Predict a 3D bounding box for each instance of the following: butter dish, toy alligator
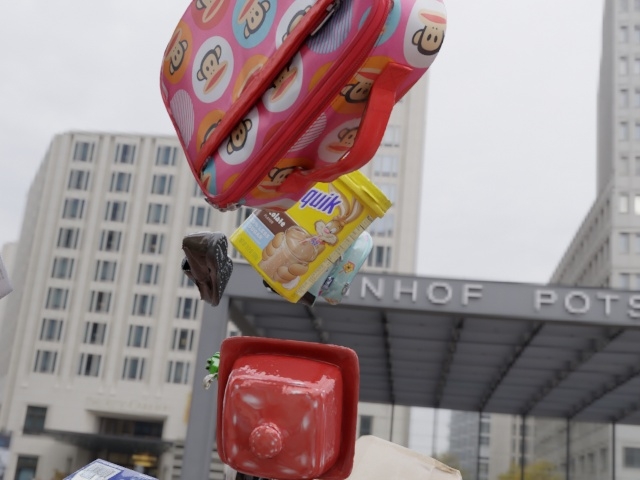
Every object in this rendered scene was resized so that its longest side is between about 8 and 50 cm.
[{"bbox_3d":[-0.046,0.195,0.953,0.160,0.159,0.118,5,12,10],"label":"butter dish"},{"bbox_3d":[-0.174,0.217,1.553,0.051,0.056,0.190,20,13,19],"label":"toy alligator"}]

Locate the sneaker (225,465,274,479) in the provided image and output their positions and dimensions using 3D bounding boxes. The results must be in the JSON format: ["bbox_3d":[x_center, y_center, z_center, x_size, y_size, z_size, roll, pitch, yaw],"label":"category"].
[{"bbox_3d":[-0.067,0.389,1.354,0.121,0.079,0.216,14,-38,18],"label":"sneaker"}]

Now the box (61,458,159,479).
[{"bbox_3d":[-0.323,0.348,1.100,0.136,0.036,0.225,3,19,43],"label":"box"}]

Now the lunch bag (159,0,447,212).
[{"bbox_3d":[-0.022,-0.165,0.842,0.120,0.258,0.293,8,-42,-43],"label":"lunch bag"}]

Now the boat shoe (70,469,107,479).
[{"bbox_3d":[-0.243,0.333,0.834,0.081,0.227,0.079,25,-7,8],"label":"boat shoe"}]

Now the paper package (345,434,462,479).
[{"bbox_3d":[0.029,0.459,1.152,0.168,0.309,0.325,21,17,20],"label":"paper package"}]

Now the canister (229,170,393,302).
[{"bbox_3d":[-0.015,-0.023,1.083,0.126,0.170,0.073,44,2,32],"label":"canister"}]

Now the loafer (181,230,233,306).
[{"bbox_3d":[-0.204,0.042,1.584,0.078,0.080,0.220,16,-32,6],"label":"loafer"}]

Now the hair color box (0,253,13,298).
[{"bbox_3d":[-0.617,0.089,1.198,0.114,0.374,0.185,36,-34,24],"label":"hair color box"}]

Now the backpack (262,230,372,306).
[{"bbox_3d":[0.000,0.000,1.425,0.144,0.188,0.166,22,9,-14],"label":"backpack"}]
